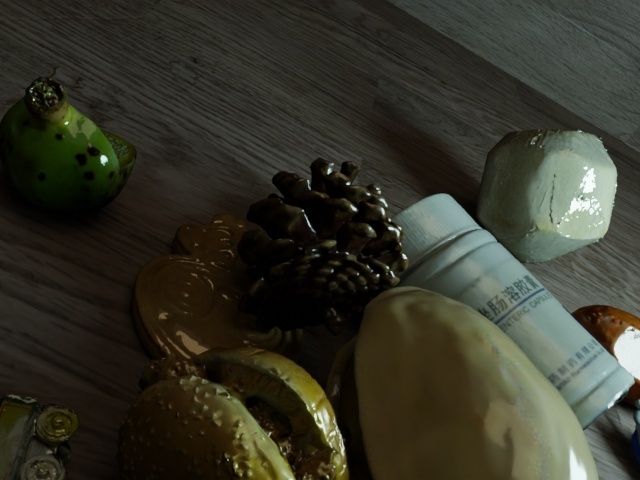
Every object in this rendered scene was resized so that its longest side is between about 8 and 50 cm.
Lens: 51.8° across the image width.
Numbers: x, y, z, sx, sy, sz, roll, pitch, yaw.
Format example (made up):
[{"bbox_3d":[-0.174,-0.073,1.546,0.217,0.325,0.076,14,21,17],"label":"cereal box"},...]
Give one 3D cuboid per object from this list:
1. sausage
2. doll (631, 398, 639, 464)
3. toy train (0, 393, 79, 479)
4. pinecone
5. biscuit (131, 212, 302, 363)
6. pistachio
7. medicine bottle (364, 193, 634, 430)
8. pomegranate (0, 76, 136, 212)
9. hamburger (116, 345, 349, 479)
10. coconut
[{"bbox_3d":[0.494,0.191,1.041,0.258,0.133,0.133,30,32,-9],"label":"sausage"},{"bbox_3d":[0.484,0.310,0.928,0.096,0.070,0.195,30,38,-28],"label":"doll"},{"bbox_3d":[-0.229,0.196,0.463,0.081,0.060,0.202,16,34,-15],"label":"toy train"},{"bbox_3d":[0.000,0.001,0.741,0.185,0.169,0.212,-2,31,-1],"label":"pinecone"},{"bbox_3d":[-0.105,0.062,0.772,0.202,0.044,0.289,29,34,-7],"label":"biscuit"},{"bbox_3d":[0.127,0.192,0.614,0.238,0.229,0.321,-3,50,-35],"label":"pistachio"},{"bbox_3d":[0.196,0.110,0.828,0.190,0.190,0.332,-12,54,-49],"label":"medicine bottle"},{"bbox_3d":[-0.290,-0.094,0.730,0.143,0.122,0.169,31,-7,5],"label":"pomegranate"},{"bbox_3d":[-0.077,0.171,0.514,0.191,0.182,0.118,57,31,6],"label":"hamburger"},{"bbox_3d":[0.418,-0.077,1.234,0.245,0.247,0.245,6,2,0],"label":"coconut"}]
